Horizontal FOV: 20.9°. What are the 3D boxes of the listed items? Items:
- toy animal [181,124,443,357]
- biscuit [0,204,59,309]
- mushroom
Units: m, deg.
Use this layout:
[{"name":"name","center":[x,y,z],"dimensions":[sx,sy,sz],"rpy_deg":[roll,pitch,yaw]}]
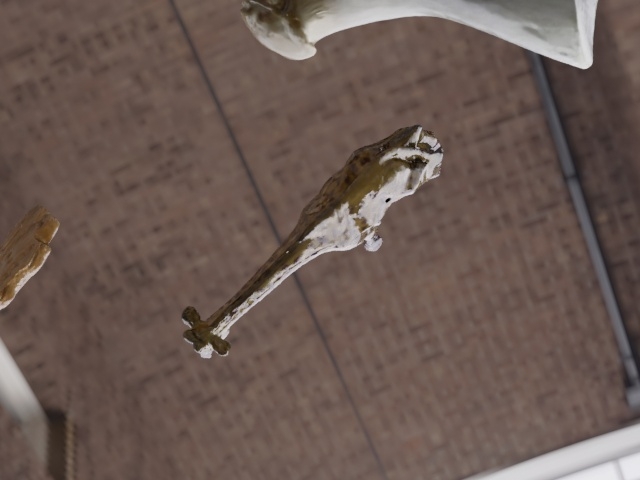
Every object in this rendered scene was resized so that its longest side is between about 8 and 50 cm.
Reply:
[{"name":"toy animal","center":[0.003,-0.005,1.336],"dimensions":[0.054,0.149,0.275],"rpy_deg":[44,-131,10]},{"name":"biscuit","center":[-0.357,0.013,2.059],"dimensions":[0.133,0.027,0.184],"rpy_deg":[-45,-159,23]},{"name":"mushroom","center":[0.101,-0.282,1.885],"dimensions":[0.397,0.177,0.126],"rpy_deg":[4,179,24]}]
